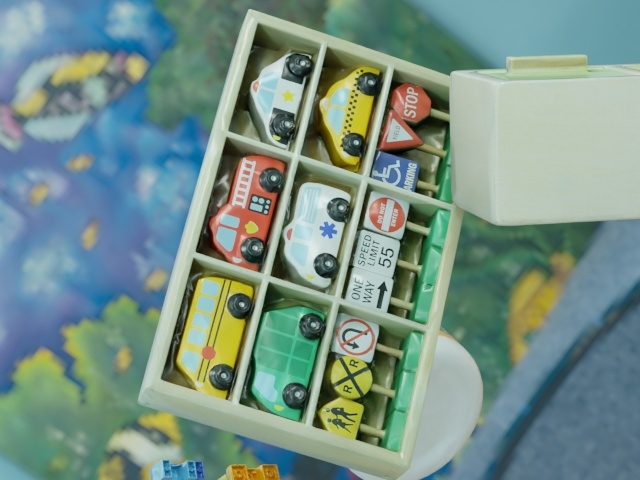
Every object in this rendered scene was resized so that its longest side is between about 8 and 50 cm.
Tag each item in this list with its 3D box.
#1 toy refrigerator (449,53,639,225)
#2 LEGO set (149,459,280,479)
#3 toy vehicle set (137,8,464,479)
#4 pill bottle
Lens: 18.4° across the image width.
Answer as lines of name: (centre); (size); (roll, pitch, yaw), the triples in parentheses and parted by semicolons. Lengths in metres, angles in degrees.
toy refrigerator: (0.221, -0.068, 1.201); (0.102, 0.269, 0.094); (-141, 49, -76)
LEGO set: (-0.114, 0.274, 2.008); (0.093, 0.227, 0.087); (-39, 53, 47)
toy vehicle set: (0.000, 0.000, 1.226); (0.035, 0.166, 0.267); (123, 162, -64)
pill bottle: (0.030, 0.110, 1.969); (0.162, 0.162, 0.278); (-52, 38, 4)
